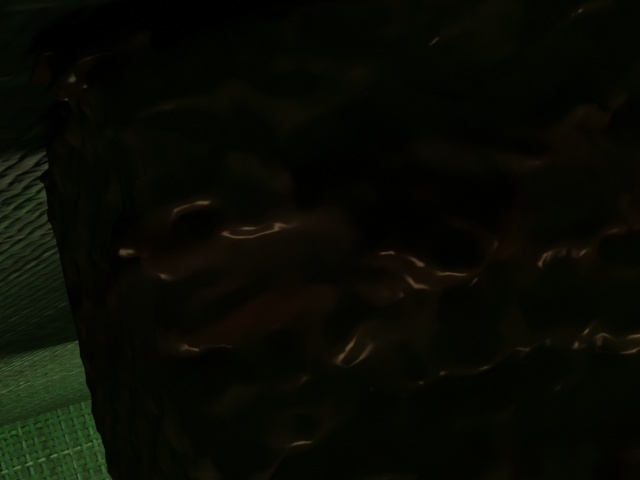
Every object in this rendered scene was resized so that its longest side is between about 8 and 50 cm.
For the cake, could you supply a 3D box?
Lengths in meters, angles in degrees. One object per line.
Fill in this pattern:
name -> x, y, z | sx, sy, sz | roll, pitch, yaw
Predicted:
cake -> 0.048, 0.051, 0.632 | 0.314, 0.306, 0.293 | -17, 175, -16
